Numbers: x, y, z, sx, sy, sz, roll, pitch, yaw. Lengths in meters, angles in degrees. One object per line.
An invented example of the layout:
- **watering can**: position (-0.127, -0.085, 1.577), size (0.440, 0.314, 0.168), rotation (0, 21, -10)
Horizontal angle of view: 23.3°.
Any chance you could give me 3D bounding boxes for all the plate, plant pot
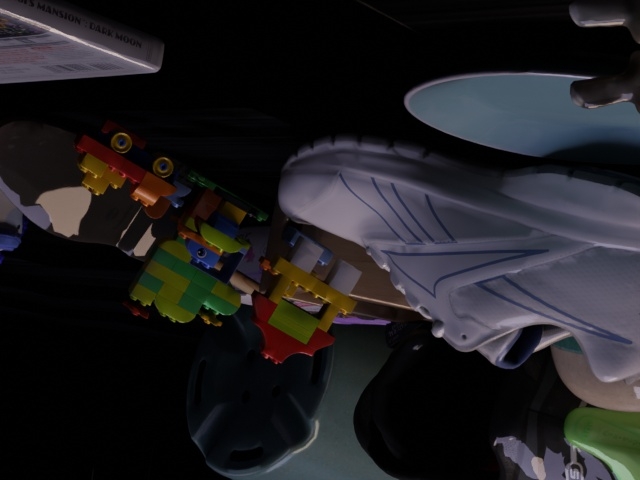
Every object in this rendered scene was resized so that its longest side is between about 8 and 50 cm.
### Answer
- **plate**: position (0.137, -0.070, 0.798), size (0.188, 0.024, 0.188), rotation (7, 173, 1)
- **plant pot**: position (0.040, 0.204, 1.899), size (0.341, 0.341, 0.334), rotation (0, 160, 47)

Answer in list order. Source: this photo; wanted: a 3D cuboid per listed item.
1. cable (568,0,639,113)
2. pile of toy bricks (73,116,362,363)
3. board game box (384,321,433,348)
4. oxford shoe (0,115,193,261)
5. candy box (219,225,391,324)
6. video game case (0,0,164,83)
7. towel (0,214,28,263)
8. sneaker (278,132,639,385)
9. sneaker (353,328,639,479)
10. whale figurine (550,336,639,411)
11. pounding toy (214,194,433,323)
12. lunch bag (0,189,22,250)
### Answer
- **cable**: position (0.242, -0.084, 0.580), size (0.287, 0.072, 0.139), rotation (-3, 156, -6)
- **pile of toy bricks**: position (-0.090, 0.011, 1.047), size (0.212, 0.105, 0.118), rotation (31, -178, -15)
- **board game box**: position (0.157, 0.061, 1.440), size (0.126, 0.026, 0.186), rotation (4, 155, -27)
- **oxford shoe**: position (-0.175, -0.045, 1.161), size (0.212, 0.076, 0.076), rotation (31, -164, -48)
- **candy box**: position (0.007, 0.036, 1.522), size (0.165, 0.070, 0.196), rotation (-1, 168, 45)
- **video game case**: position (-0.208, -0.117, 0.821), size (0.190, 0.022, 0.173), rotation (2, 171, 41)
- **towel**: position (-0.451, -0.019, 1.581), size (0.227, 0.076, 0.308), rotation (11, 172, -29)
- **sneaker**: position (0.085, 0.006, 0.955), size (0.297, 0.129, 0.111), rotation (14, -176, 40)
- **sneaker**: position (0.126, 0.126, 1.270), size (0.202, 0.185, 0.483), rotation (20, 168, -16)
- **whale figurine**: position (0.248, 0.019, 1.050), size (0.216, 0.141, 0.272), rotation (-7, -169, 21)
- **pounding toy**: position (-0.008, -0.001, 1.196), size (0.206, 0.094, 0.181), rotation (13, 172, -17)
- **lunch bag**: position (-0.369, -0.043, 1.203), size (0.243, 0.115, 0.303), rotation (12, 173, -40)
